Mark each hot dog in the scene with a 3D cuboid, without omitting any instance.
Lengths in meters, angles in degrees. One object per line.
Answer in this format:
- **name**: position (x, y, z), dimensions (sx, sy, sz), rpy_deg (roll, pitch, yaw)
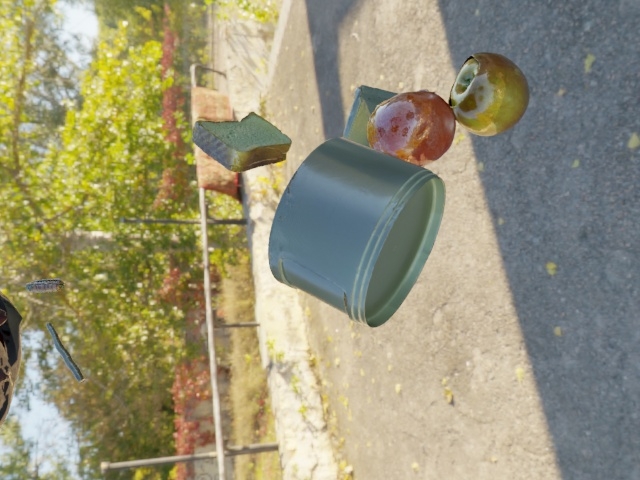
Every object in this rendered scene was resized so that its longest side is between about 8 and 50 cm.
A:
- **hot dog**: position (-0.840, 0.136, 1.664), dimensions (0.049, 0.122, 0.037), rpy_deg (-91, -4, -52)

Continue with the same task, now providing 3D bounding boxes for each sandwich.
- **sandwich**: position (-0.198, -0.257, 1.411), dimensions (0.186, 0.215, 0.065), rpy_deg (39, 129, 28)

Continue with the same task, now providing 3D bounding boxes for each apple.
- **apple**: position (0.468, -0.414, 1.537), dimensions (0.237, 0.208, 0.236), rpy_deg (-29, 52, 47)

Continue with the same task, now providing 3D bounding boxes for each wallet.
- **wallet**: position (0.257, -0.388, 1.918), dimensions (0.083, 0.360, 0.252), rpy_deg (-121, 43, -58)

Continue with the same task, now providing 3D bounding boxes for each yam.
- **yam**: position (-0.775, 0.338, 1.649), dimensions (0.234, 0.027, 0.029), rpy_deg (46, 145, 24)

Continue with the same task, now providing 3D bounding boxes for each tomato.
- **tomato**: position (0.234, -0.280, 1.417), dimensions (0.232, 0.232, 0.188), rpy_deg (151, 105, -70)

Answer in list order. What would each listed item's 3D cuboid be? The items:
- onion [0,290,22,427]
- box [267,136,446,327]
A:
- **onion**: position (-0.535, 0.163, 0.731), dimensions (0.272, 0.195, 0.272), rpy_deg (-11, -90, -90)
- **box**: position (0.054, -0.011, 0.748), dimensions (0.149, 0.226, 0.226), rpy_deg (26, 123, 25)
